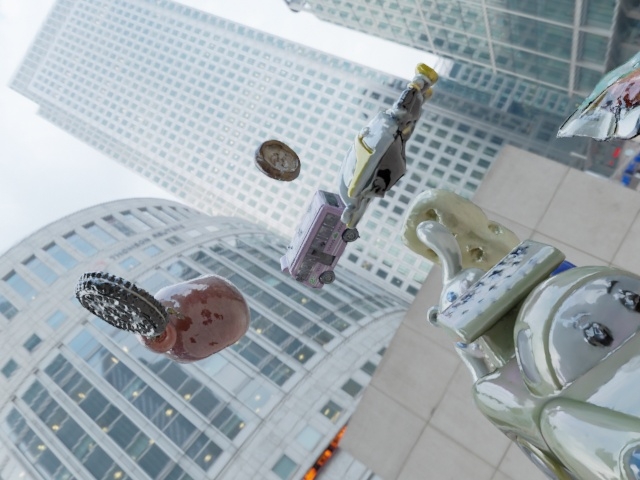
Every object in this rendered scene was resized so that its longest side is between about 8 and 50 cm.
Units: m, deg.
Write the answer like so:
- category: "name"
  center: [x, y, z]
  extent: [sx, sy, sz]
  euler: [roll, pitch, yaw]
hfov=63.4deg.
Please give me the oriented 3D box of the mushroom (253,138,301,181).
- category: "mushroom"
  center: [-0.105, -0.189, 1.256]
  extent: [0.123, 0.123, 0.052]
  euler: [-36, -8, -40]

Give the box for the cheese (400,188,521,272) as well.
- category: "cheese"
  center: [0.300, 0.001, 1.124]
  extent: [0.159, 0.263, 0.093]
  euler: [-54, 1, 36]

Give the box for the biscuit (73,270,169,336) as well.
- category: "biscuit"
  center: [-0.384, 0.126, 1.004]
  extent: [0.194, 0.195, 0.053]
  euler: [79, -153, -52]

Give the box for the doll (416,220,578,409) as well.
- category: "doll"
  center: [0.284, 0.077, 0.802]
  extent: [0.160, 0.310, 0.243]
  euler: [-23, -11, -37]

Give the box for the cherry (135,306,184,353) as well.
- category: "cherry"
  center: [-0.376, 0.215, 1.232]
  extent: [0.090, 0.107, 0.226]
  euler: [-39, 9, -39]

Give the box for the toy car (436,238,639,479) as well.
- category: "toy car"
  center: [0.275, 0.106, 0.481]
  extent: [0.242, 0.226, 0.336]
  euler: [-39, -6, -6]

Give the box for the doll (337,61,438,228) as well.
- category: "doll"
  center: [0.113, -0.165, 0.893]
  extent: [0.316, 0.103, 0.145]
  euler: [-58, 14, -14]

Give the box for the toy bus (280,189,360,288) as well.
- category: "toy bus"
  center: [0.000, 0.000, 1.080]
  extent: [0.108, 0.096, 0.198]
  euler: [17, -62, -21]

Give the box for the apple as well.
- category: "apple"
  center: [-0.361, 0.228, 1.542]
  extent: [0.306, 0.234, 0.306]
  euler: [-24, -4, -2]

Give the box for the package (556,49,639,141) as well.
- category: "package"
  center: [0.403, -0.206, 0.627]
  extent: [0.232, 0.040, 0.166]
  euler: [-45, 13, 7]
